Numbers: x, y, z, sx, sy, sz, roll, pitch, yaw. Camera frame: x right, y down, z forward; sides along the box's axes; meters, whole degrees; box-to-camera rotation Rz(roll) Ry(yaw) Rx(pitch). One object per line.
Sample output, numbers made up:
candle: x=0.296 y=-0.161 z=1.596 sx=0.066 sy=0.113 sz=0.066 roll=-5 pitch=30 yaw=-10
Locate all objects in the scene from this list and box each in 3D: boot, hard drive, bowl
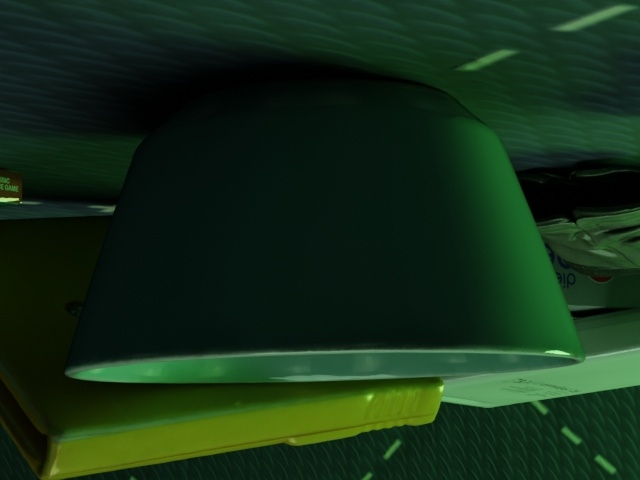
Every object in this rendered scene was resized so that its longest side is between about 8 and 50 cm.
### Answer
boot: x=0.272 y=-0.019 z=1.223 sx=0.246 sy=0.083 sz=0.161 roll=-7 pitch=165 yaw=24
hard drive: x=0.274 y=0.107 z=1.502 sx=0.353 sy=0.047 sz=0.233 roll=-12 pitch=165 yaw=28
bowl: x=0.000 y=0.000 z=0.963 sx=0.311 sy=0.163 sz=0.311 roll=-2 pitch=172 yaw=0

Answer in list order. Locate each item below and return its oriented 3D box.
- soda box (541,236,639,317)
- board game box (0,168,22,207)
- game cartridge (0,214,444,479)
soda box: x=0.177 y=0.019 z=1.404 sx=0.286 sy=0.091 sz=0.098 roll=3 pitch=171 yaw=-34
board game box: x=-0.369 y=-0.029 z=1.164 sx=0.281 sy=0.027 sz=0.145 roll=-8 pitch=172 yaw=36
game cartridge: x=-0.113 y=0.066 z=1.192 sx=0.323 sy=0.053 sz=0.285 roll=-2 pitch=-151 yaw=-35
